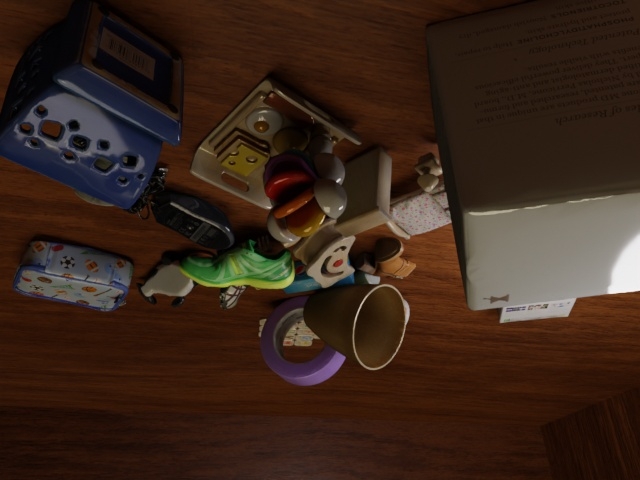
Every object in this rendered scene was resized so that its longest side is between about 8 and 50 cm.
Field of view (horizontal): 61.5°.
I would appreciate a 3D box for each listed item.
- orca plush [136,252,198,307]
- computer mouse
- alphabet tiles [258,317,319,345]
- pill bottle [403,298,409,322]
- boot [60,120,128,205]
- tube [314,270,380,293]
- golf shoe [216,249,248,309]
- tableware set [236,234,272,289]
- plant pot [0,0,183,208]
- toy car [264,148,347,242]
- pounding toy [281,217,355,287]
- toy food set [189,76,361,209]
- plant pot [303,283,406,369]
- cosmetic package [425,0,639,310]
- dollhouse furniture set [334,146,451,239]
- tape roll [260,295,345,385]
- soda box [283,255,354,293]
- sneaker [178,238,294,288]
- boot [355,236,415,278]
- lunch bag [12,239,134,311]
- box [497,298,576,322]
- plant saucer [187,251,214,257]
[{"bbox_3d":[-0.415,0.121,1.565,0.102,0.151,0.287,-14,162,-48],"label":"orca plush"},{"bbox_3d":[-0.320,-0.073,1.291,0.272,0.072,0.188,32,138,-24],"label":"computer mouse"},{"bbox_3d":[-0.088,0.331,1.986,0.277,0.021,0.284,3,147,-7],"label":"alphabet tiles"},{"bbox_3d":[0.181,0.224,1.743,0.193,0.108,0.108,15,145,-24],"label":"pill bottle"},{"bbox_3d":[-0.483,-0.160,1.148,0.189,0.076,0.208,25,146,-32],"label":"boot"},{"bbox_3d":[0.082,0.145,1.668,0.062,0.070,0.240,-32,179,-44],"label":"tube"},{"bbox_3d":[-0.242,0.124,1.575,0.120,0.105,0.273,-3,149,-11],"label":"golf shoe"},{"bbox_3d":[-0.174,0.064,1.465,0.103,0.024,0.154,-16,122,-13],"label":"tableware set"},{"bbox_3d":[-0.358,-0.231,0.885,0.212,0.236,0.236,-34,137,31],"label":"plant pot"},{"bbox_3d":[-0.045,-0.097,0.990,0.159,0.182,0.136,-30,128,26],"label":"toy car"},{"bbox_3d":[0.000,0.000,1.414,0.154,0.155,0.269,-37,152,3],"label":"pounding toy"},{"bbox_3d":[-0.098,-0.177,1.102,0.219,0.093,0.306,24,139,-35],"label":"toy food set"},{"bbox_3d":[0.078,0.228,1.565,0.254,0.237,0.237,6,161,45],"label":"plant pot"},{"bbox_3d":[0.372,-0.140,0.897,0.327,0.394,0.329,-9,148,11],"label":"cosmetic package"},{"bbox_3d":[0.179,-0.023,1.229,0.303,0.174,0.355,-20,137,36],"label":"dollhouse furniture set"},{"bbox_3d":[-0.051,0.319,1.727,0.274,0.275,0.090,-11,148,14],"label":"tape roll"},{"bbox_3d":[-0.012,0.098,1.571,0.209,0.067,0.071,-10,148,13],"label":"soda box"},{"bbox_3d":[-0.213,0.055,1.392,0.295,0.109,0.124,2,105,-12],"label":"sneaker"},{"bbox_3d":[0.211,0.055,1.512,0.152,0.073,0.197,18,155,-26],"label":"boot"},{"bbox_3d":[-0.693,0.112,1.527,0.303,0.115,0.243,20,144,-29],"label":"lunch bag"},{"bbox_3d":[0.700,0.170,1.729,0.232,0.059,0.322,-7,149,9],"label":"box"},{"bbox_3d":[-0.339,0.053,1.536,0.083,0.013,0.083,0,148,0],"label":"plant saucer"}]
